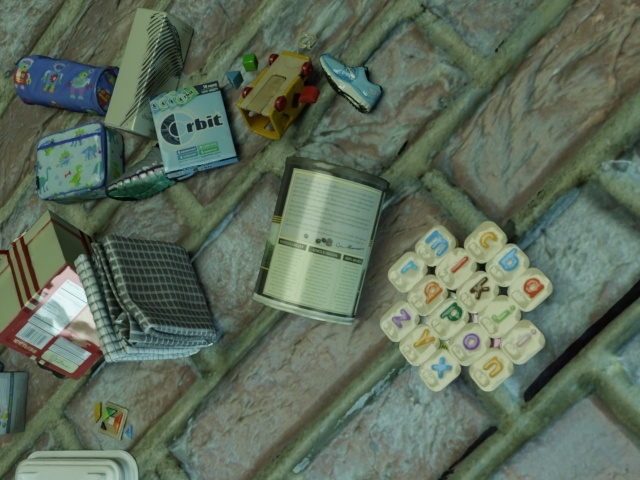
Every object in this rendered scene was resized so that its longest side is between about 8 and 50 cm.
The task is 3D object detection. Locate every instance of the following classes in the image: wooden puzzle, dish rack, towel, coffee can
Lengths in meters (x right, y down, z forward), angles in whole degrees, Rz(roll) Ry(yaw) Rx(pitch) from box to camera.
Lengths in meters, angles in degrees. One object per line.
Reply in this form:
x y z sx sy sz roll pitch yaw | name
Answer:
-0.469 0.406 1.806 0.116 0.014 0.079 4 85 28 | wooden puzzle
-0.559 0.614 1.781 0.332 0.072 0.286 -7 79 24 | dish rack
-0.342 0.115 1.628 0.121 0.283 0.235 -29 72 20 | towel
0.000 0.000 1.511 0.201 0.201 0.276 14 89 28 | coffee can

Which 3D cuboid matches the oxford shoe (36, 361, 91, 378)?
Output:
-0.603 0.271 1.869 0.212 0.076 0.076 25 97 44 | oxford shoe

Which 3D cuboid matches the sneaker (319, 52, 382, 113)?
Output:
0.063 -0.326 1.617 0.073 0.063 0.162 -42 68 -4 | sneaker

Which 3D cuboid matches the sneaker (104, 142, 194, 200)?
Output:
-0.386 -0.162 1.816 0.223 0.083 0.098 -17 65 13 | sneaker

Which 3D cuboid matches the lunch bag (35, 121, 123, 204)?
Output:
-0.574 -0.184 1.904 0.218 0.090 0.176 -8 77 25 | lunch bag

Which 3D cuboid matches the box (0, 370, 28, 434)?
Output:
-0.767 0.378 1.867 0.038 0.186 0.145 -2 81 27 | box

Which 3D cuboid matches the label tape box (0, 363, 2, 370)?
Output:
-0.992 0.338 2.033 0.347 0.115 0.249 29 96 26 | label tape box

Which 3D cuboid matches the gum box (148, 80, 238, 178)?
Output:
-0.277 -0.242 1.745 0.156 0.041 0.185 -15 75 -4 | gum box

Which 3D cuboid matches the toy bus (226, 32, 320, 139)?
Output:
-0.076 -0.302 1.649 0.202 0.104 0.191 -18 52 5 | toy bus

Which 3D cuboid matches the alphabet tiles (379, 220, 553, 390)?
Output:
0.249 0.114 1.396 0.278 0.021 0.284 -45 64 13 | alphabet tiles

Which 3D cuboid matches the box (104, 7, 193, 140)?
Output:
-0.388 -0.375 1.821 0.094 0.113 0.275 16 92 27 | box

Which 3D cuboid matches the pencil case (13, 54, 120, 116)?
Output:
-0.596 -0.374 1.924 0.306 0.119 0.133 13 81 29 | pencil case

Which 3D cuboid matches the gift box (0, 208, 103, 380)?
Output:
-0.577 0.117 1.723 0.276 0.255 0.258 -41 40 2 | gift box

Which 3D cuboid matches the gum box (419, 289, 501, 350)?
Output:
0.244 0.152 1.441 0.188 0.062 0.107 22 93 28 | gum box
